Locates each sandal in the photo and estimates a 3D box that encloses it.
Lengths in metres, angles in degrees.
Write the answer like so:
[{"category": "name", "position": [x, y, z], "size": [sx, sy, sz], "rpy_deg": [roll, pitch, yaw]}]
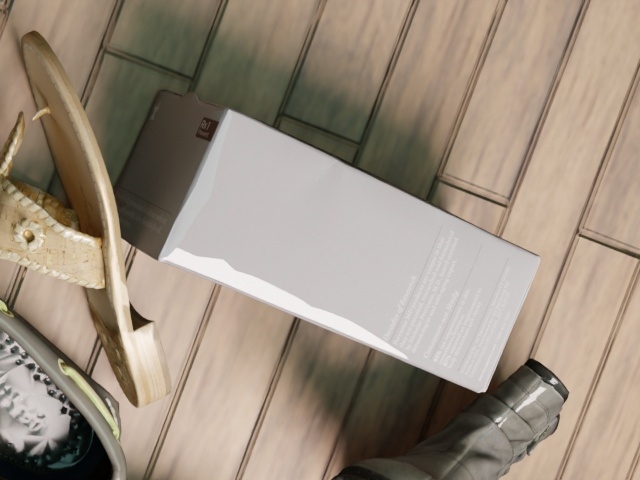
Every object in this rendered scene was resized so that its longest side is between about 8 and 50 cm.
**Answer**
[{"category": "sandal", "position": [-0.159, 0.005, 0.842], "size": [0.079, 0.088, 0.240], "rpy_deg": [-25, 116, -20]}]

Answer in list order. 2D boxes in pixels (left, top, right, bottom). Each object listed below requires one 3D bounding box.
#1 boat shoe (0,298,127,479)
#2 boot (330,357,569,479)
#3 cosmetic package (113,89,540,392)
[{"category": "boat shoe", "position": [-0.232, 0.054, 0.816], "size": [0.305, 0.091, 0.109], "rpy_deg": [40, 84, -25]}, {"category": "boot", "position": [0.092, 0.132, 0.922], "size": [0.083, 0.246, 0.161], "rpy_deg": [43, 82, 13]}, {"category": "cosmetic package", "position": [0.000, 0.000, 0.890], "size": [0.238, 0.127, 0.107], "rpy_deg": [21, 91, -24]}]
